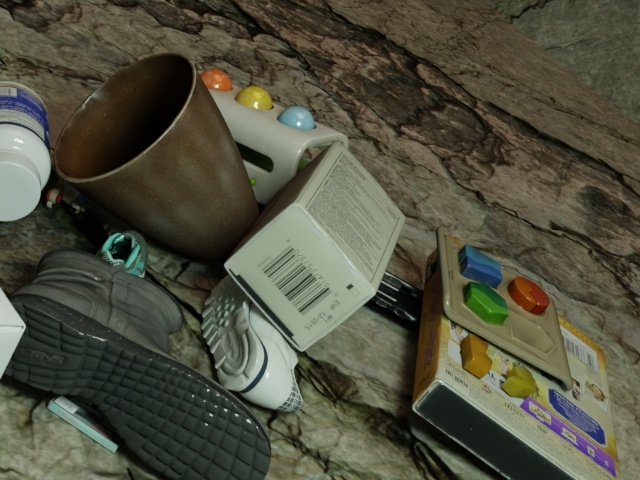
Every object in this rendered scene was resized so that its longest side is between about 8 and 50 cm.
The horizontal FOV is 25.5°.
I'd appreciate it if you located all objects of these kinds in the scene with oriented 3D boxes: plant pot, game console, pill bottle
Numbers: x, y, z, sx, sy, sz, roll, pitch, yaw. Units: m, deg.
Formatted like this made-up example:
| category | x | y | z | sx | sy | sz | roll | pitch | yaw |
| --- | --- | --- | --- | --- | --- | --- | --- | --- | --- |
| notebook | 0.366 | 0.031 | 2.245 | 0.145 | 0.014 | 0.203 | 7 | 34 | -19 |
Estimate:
| category | x | y | z | sx | sy | sz | roll | pitch | yaw |
| --- | --- | --- | --- | --- | --- | --- | --- | --- | --- |
| plant pot | -0.185 | -0.083 | 1.809 | 0.230 | 0.215 | 0.215 | 51 | 11 | -36 |
| game console | 0.018 | 0.041 | 1.992 | 0.361 | 0.044 | 0.213 | 29 | 27 | -2 |
| pill bottle | -0.389 | -0.107 | 1.743 | 0.112 | 0.112 | 0.186 | 19 | 28 | -23 |

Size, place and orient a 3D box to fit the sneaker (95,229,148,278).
| category | x | y | z | sx | sy | sz | roll | pitch | yaw |
| --- | --- | --- | --- | --- | --- | --- | --- | --- | --- |
| sneaker | -0.238 | 0.020 | 1.714 | 0.065 | 0.076 | 0.166 | 29 | 25 | -4 |

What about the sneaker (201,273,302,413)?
| category | x | y | z | sx | sy | sz | roll | pitch | yaw |
| --- | --- | --- | --- | --- | --- | --- | --- | --- | --- |
| sneaker | -0.079 | 0.118 | 1.717 | 0.095 | 0.090 | 0.235 | 31 | 26 | -28 |

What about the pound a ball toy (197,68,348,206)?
| category | x | y | z | sx | sy | sz | roll | pitch | yaw |
| --- | --- | --- | --- | --- | --- | --- | --- | --- | --- |
| pound a ball toy | -0.100 | -0.174 | 2.081 | 0.319 | 0.135 | 0.208 | 28 | 25 | 30 |

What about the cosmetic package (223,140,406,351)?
| category | x | y | z | sx | sy | sz | roll | pitch | yaw |
| --- | --- | --- | --- | --- | --- | --- | --- | --- | --- |
| cosmetic package | 0.000 | 0.000 | 1.787 | 0.153 | 0.129 | 0.296 | 48 | 20 | -6 |

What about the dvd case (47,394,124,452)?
| category | x | y | z | sx | sy | sz | roll | pitch | yaw |
| --- | --- | --- | --- | --- | --- | --- | --- | --- | --- |
| dvd case | -0.228 | 0.174 | 1.517 | 0.087 | 0.013 | 0.119 | 33 | 24 | 5 |

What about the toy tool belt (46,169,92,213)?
| category | x | y | z | sx | sy | sz | roll | pitch | yaw |
| --- | --- | --- | --- | --- | --- | --- | --- | --- | --- |
| toy tool belt | -0.311 | -0.061 | 1.813 | 0.051 | 0.052 | 0.083 | 25 | 25 | 7 |

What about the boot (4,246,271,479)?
| category | x | y | z | sx | sy | sz | roll | pitch | yaw |
| --- | --- | --- | --- | --- | --- | --- | --- | --- | --- |
| boot | -0.180 | 0.121 | 1.527 | 0.338 | 0.118 | 0.222 | 34 | 20 | -1 |

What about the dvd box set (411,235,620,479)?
| category | x | y | z | sx | sy | sz | roll | pitch | yaw |
| --- | --- | --- | --- | --- | --- | --- | --- | --- | --- |
| dvd box set | 0.267 | 0.184 | 1.923 | 0.308 | 0.062 | 0.420 | 36 | 24 | -11 |

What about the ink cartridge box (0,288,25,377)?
| category | x | y | z | sx | sy | sz | roll | pitch | yaw |
| --- | --- | --- | --- | --- | --- | --- | --- | --- | --- |
| ink cartridge box | -0.398 | 0.070 | 1.338 | 0.100 | 0.172 | 0.237 | 1 | 38 | -46 |

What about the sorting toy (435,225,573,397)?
| category | x | y | z | sx | sy | sz | roll | pitch | yaw |
| --- | --- | --- | --- | --- | --- | --- | --- | --- | --- |
| sorting toy | 0.254 | 0.109 | 1.903 | 0.229 | 0.041 | 0.307 | 33 | 25 | -16 |
